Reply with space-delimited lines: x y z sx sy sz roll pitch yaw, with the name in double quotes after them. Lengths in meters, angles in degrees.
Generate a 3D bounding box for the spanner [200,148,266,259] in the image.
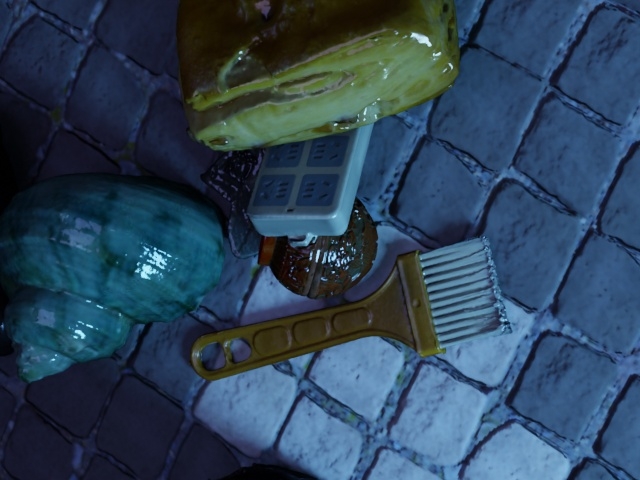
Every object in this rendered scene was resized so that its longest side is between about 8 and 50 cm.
-0.047 -0.143 1.673 0.093 0.026 0.325 12 98 26 "spanner"

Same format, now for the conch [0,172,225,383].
-0.205 0.031 1.706 0.196 0.134 0.202 30 106 25 "conch"

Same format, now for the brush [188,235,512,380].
0.015 0.073 1.661 0.314 0.017 0.090 -16 83 28 "brush"

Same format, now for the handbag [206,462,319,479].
-0.069 0.304 1.633 0.155 0.169 0.215 15 99 26 "handbag"

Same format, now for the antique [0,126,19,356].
-0.429 -0.017 1.787 0.322 0.185 0.255 9 97 3 "antique"

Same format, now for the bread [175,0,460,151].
-0.009 -0.190 1.563 0.235 0.099 0.210 -13 63 17 "bread"

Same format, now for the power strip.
0.000 -0.081 1.590 0.081 0.035 0.192 0 56 23 "power strip"

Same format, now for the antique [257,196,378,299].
0.000 0.000 1.618 0.104 0.104 0.104 2 94 28 "antique"
